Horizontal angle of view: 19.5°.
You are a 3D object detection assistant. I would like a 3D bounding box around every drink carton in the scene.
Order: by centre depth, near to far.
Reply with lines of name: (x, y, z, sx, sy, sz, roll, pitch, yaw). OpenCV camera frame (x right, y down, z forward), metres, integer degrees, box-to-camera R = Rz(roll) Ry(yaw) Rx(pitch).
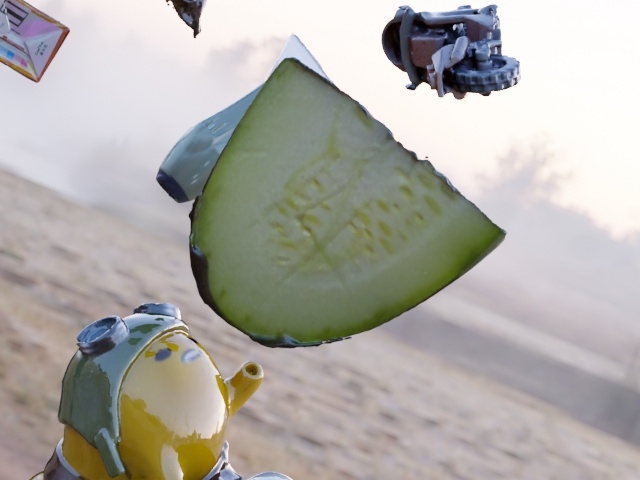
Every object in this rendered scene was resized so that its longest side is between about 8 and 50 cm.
drink carton: (-0.365, -0.246, 2.040, 0.096, 0.071, 0.223, 31, 1, -33)

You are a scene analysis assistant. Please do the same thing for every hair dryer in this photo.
hair dryer: (-0.062, -0.083, 1.862, 0.067, 0.167, 0.199, 44, 5, 33)

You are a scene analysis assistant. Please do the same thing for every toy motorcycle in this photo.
toy motorcycle: (0.120, -0.175, 1.746, 0.118, 0.084, 0.212, -4, 22, -1)

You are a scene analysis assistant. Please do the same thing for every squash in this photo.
squash: (0.000, 0.000, 1.567, 0.237, 0.155, 0.204, 43, -24, 10)

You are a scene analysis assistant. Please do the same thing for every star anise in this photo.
star anise: (-0.154, -0.286, 1.910, 0.056, 0.124, 0.129, -25, 60, -28)

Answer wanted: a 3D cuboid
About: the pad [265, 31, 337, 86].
pad: (0.015, -0.098, 1.992, 0.004, 0.156, 0.232, -23, -62, 32)

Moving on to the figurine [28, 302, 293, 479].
figurine: (-0.128, 0.126, 1.045, 0.250, 0.141, 0.166, -26, -3, 34)
